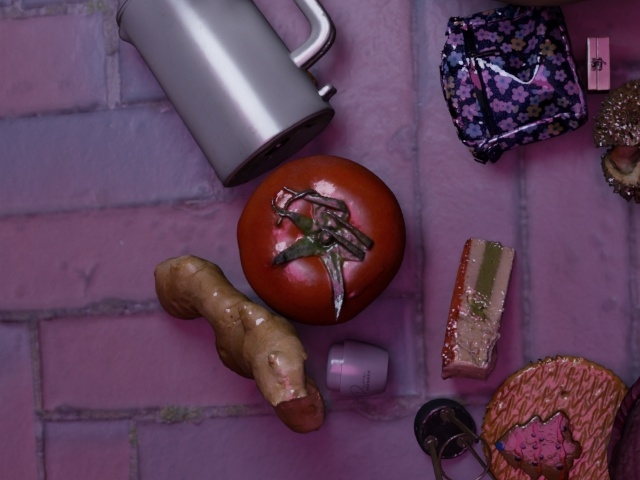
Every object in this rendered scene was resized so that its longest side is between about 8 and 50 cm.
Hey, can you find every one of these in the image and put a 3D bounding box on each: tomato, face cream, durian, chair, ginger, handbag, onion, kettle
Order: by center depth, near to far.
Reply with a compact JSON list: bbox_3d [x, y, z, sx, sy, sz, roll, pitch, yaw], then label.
[{"bbox_3d":[0.489,-0.145,1.668,0.167,0.196,0.196,19,97,42],"label":"durian"},{"bbox_3d":[0.520,0.279,1.694,0.250,0.111,0.247,8,112,-23],"label":"onion"},{"bbox_3d":[-0.116,0.132,1.714,0.122,0.348,0.363,-35,80,-16],"label":"ginger"},{"bbox_3d":[0.282,-0.240,1.718,0.208,0.127,0.228,-15,90,17],"label":"handbag"},{"bbox_3d":[0.000,0.000,1.727,0.256,0.224,0.256,0,84,-3],"label":"tomato"},{"bbox_3d":[0.211,0.317,1.730,0.095,0.221,0.104,31,96,-16],"label":"chair"},{"bbox_3d":[-0.130,-0.278,1.746,0.265,0.205,0.318,-41,81,41],"label":"kettle"},{"bbox_3d":[0.057,0.201,1.798,0.095,0.091,0.091,5,93,3],"label":"face cream"}]

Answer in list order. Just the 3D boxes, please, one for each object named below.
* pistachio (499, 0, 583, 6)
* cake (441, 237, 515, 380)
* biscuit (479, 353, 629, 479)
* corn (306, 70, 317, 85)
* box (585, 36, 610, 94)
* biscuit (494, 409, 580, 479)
[{"bbox_3d":[0.299,-0.475,1.608,0.445,0.281,0.365,14,56,24],"label":"pistachio"},{"bbox_3d":[0.242,0.121,1.785,0.086,0.117,0.220,10,62,8],"label":"cake"},{"bbox_3d":[0.373,0.303,1.769,0.254,0.035,0.254,0,91,11],"label":"biscuit"},{"bbox_3d":[-0.035,-0.267,1.826,0.027,0.028,0.083,-42,84,-11],"label":"corn"},{"bbox_3d":[0.414,-0.261,1.713,0.035,0.083,0.079,-1,93,11],"label":"box"},{"bbox_3d":[0.330,0.317,1.750,0.130,0.019,0.119,-1,91,11],"label":"biscuit"}]
